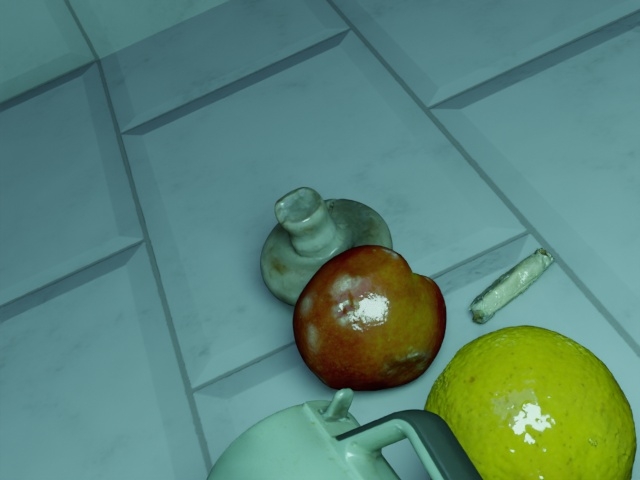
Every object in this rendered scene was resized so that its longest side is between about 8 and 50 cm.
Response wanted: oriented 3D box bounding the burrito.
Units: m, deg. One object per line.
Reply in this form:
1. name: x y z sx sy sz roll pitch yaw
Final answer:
1. burrito: 0.316 0.073 1.585 0.185 0.041 0.045 -35 81 -17

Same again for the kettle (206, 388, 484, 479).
1. kettle: 0.063 0.361 1.146 0.376 0.250 0.361 44 113 48

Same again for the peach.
1. peach: 0.076 0.132 1.512 0.243 0.199 0.243 -1 80 4

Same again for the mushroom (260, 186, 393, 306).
1. mushroom: 0.000 0.000 1.683 0.243 0.243 0.243 -14 38 11

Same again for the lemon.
1. lemon: 0.261 0.247 1.217 0.293 0.293 0.293 -14 38 11
